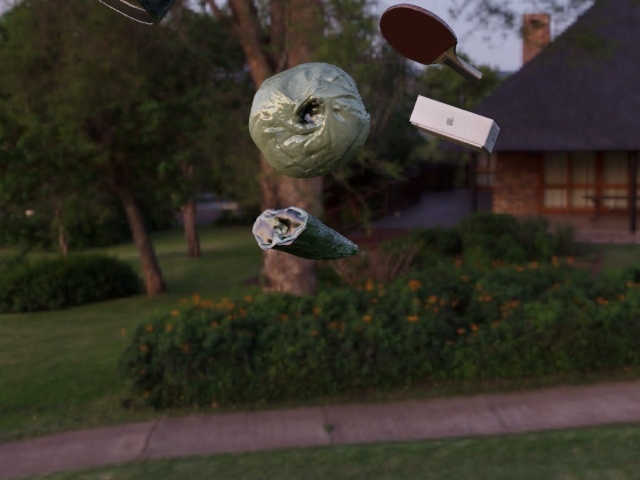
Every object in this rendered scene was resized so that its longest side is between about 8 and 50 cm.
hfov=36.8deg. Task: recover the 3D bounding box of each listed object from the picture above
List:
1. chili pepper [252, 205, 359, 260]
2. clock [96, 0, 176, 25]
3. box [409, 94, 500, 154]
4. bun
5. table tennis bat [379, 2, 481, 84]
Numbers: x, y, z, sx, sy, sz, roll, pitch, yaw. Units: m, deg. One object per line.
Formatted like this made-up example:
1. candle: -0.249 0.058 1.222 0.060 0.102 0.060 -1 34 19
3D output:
1. chili pepper: 0.000 0.000 1.383 0.088 0.059 0.227 -7 -12 29
2. clock: -0.341 -0.411 1.411 0.280 0.055 0.280 31 -3 2
3. box: 0.226 -0.192 1.609 0.129 0.051 0.130 21 5 14
4. bun: -0.023 -0.208 1.721 0.221 0.221 0.108 0 24 2
5. table tennis bat: 0.205 -0.355 1.753 0.220 0.019 0.130 33 -28 -17
